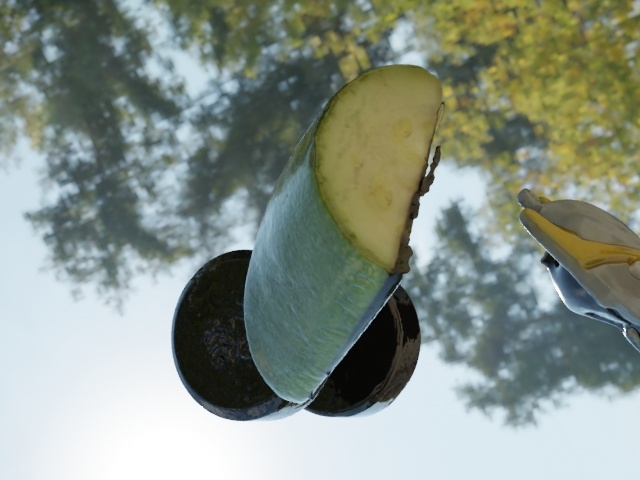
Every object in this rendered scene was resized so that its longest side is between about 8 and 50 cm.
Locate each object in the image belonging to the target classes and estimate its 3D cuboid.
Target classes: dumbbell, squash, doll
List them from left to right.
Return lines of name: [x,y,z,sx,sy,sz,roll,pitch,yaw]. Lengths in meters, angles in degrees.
dumbbell: [-0.018,0.091,1.205,0.218,0.152,0.152,9,-118,-58]
squash: [0.000,0.000,0.956,0.093,0.252,0.169,20,-121,-7]
doll: [0.324,0.060,1.374,0.316,0.103,0.145,49,-139,5]
